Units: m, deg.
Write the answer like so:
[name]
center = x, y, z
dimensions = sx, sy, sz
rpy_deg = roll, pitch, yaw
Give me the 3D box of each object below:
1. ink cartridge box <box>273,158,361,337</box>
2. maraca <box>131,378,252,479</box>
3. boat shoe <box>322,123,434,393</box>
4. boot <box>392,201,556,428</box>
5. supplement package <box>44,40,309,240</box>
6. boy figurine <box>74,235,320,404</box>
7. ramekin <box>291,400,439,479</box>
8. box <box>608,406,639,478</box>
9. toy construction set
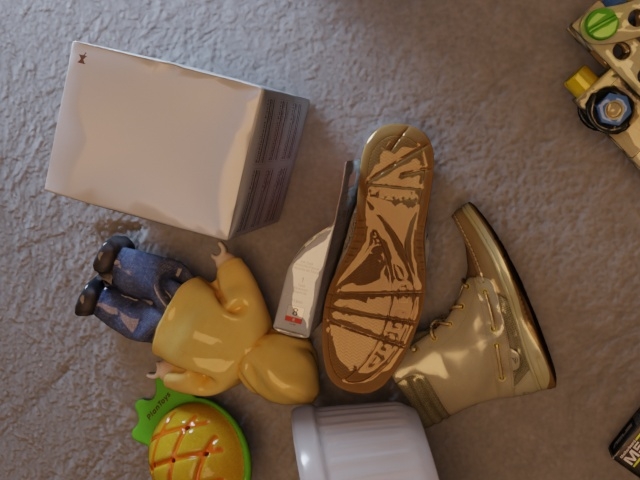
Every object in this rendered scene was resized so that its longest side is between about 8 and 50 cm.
[ink cartridge box]
center = 0.000, 0.000, 0.979
dimensions = 0.045, 0.145, 0.179
rpy_deg = 11, 98, 8
[maraca]
center = -0.147, 0.233, 1.061
dimensions = 0.127, 0.099, 0.185
rpy_deg = -49, 60, 9
[boat shoe]
center = 0.069, 0.022, 0.986
dimensions = 0.098, 0.096, 0.277
rpy_deg = 13, 88, 9
[boot]
center = 0.138, 0.082, 0.999
dimensions = 0.165, 0.077, 0.213
rpy_deg = -22, 92, 15
[supplement package]
center = -0.138, -0.102, 0.965
dimensions = 0.194, 0.203, 0.149
rpy_deg = 15, 99, 9
[boy figurine]
center = -0.122, 0.090, 1.041
dimensions = 0.285, 0.092, 0.177
rpy_deg = 24, 100, 7
[ramekin]
center = 0.060, 0.286, 0.945
dimensions = 0.127, 0.273, 0.273
rpy_deg = -13, 94, 0
[box]
center = 0.431, 0.202, 0.971
dimensions = 0.184, 0.045, 0.190
rpy_deg = 35, 102, 8
[toy construction set]
center = 0.368, -0.156, 0.900
dimensions = 0.215, 0.151, 0.327
rpy_deg = -44, 76, 12
